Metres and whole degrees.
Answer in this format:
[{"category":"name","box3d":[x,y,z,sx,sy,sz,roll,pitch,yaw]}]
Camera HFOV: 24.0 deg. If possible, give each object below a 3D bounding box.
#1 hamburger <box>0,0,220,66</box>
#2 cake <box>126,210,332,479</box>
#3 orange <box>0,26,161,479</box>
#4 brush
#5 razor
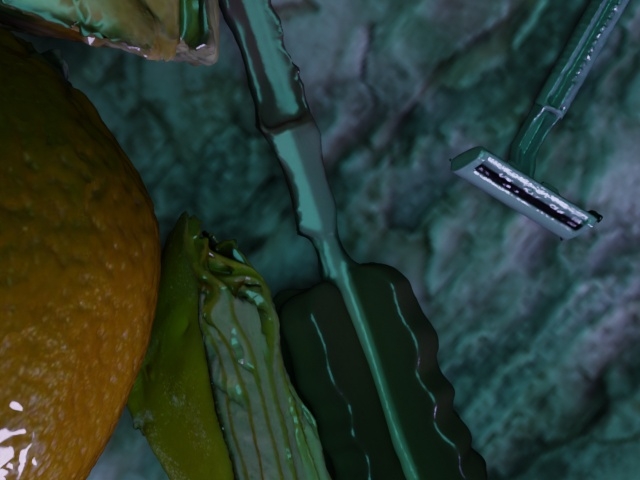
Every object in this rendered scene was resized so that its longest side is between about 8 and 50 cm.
[{"category":"hamburger","box3d":[-0.178,-0.208,0.659,0.329,0.162,0.209,18,89,-1]},{"category":"cake","box3d":[-0.029,0.074,0.700,0.079,0.185,0.116,7,120,-38]},{"category":"orange","box3d":[-0.191,0.023,0.632,0.264,0.264,0.264,0,95,-5]},{"category":"brush","box3d":[0.000,0.000,0.742,0.084,0.071,0.301,-21,96,-15]},{"category":"razor","box3d":[0.143,-0.110,0.765,0.084,0.036,0.211,29,85,-31]}]
